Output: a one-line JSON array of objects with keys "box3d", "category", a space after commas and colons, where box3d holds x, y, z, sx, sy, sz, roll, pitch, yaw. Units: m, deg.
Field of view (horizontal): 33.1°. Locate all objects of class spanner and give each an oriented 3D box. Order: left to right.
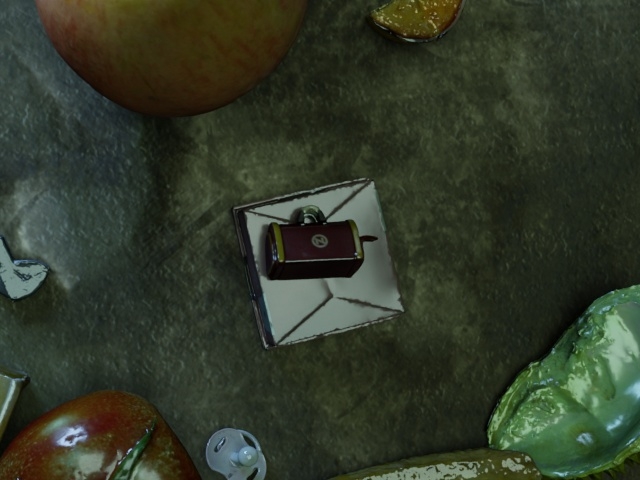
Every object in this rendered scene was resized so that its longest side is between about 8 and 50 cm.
[{"box3d": [-0.533, 0.041, 1.455, 0.326, 0.026, 0.093, -1, 89, -12], "category": "spanner"}]

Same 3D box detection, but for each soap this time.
[{"box3d": [-0.457, 0.276, 1.405, 0.073, 0.140, 0.232, 21, 84, -8], "category": "soap"}]

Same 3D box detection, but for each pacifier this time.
[{"box3d": [-0.110, 0.304, 1.519, 0.099, 0.078, 0.081, 43, 58, -8], "category": "pacifier"}]

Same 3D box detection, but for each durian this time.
[{"box3d": [0.407, 0.235, 1.590, 0.394, 0.163, 0.198, -41, 102, 11], "category": "durian"}]

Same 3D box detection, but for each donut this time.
[{"box3d": [0.146, -0.369, 1.603, 0.146, 0.078, 0.181, 15, 79, -13], "category": "donut"}]

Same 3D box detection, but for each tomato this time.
[{"box3d": [-0.282, 0.352, 1.394, 0.304, 0.239, 0.303, 0, 89, -8], "category": "tomato"}]

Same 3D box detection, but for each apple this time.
[{"box3d": [-0.190, -0.341, 1.378, 0.364, 0.364, 0.363, 0, 88, -13], "category": "apple"}]

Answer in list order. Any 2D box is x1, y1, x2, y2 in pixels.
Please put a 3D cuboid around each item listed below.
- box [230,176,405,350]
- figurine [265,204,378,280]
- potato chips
[{"box3d": [0.000, 0.031, 1.547, 0.215, 0.086, 0.215, -13, 91, -13], "category": "box"}, {"box3d": [0.001, 0.000, 1.474, 0.154, 0.082, 0.098, -4, 69, -13], "category": "figurine"}, {"box3d": [0.114, 0.356, 1.568, 0.407, 0.080, 0.057, -10, 104, -7], "category": "potato chips"}]
